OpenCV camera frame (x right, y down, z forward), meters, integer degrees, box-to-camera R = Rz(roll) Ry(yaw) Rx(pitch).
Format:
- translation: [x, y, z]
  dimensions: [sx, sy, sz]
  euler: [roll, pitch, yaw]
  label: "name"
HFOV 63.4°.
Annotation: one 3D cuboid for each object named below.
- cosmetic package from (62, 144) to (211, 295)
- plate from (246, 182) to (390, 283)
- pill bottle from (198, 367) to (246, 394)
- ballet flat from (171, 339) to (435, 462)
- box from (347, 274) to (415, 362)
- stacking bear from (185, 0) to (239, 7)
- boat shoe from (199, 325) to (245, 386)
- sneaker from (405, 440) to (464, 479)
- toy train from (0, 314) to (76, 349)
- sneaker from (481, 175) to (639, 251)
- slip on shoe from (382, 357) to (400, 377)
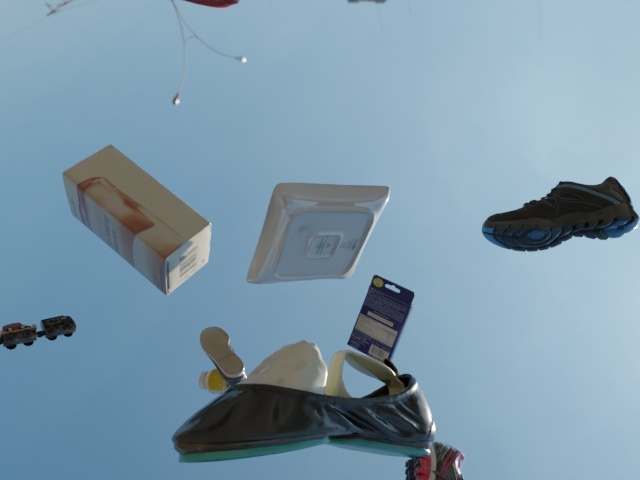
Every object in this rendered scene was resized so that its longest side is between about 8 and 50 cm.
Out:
- translation: [-0.383, -0.044, 1.092]
  dimensions: [0.296, 0.153, 0.129]
  euler: [37, -126, 14]
  label: "cosmetic package"
- translation: [0.000, 0.000, 1.128]
  dimensions: [0.278, 0.277, 0.045]
  euler: [-1, -138, -29]
  label: "plate"
- translation: [-0.252, 0.360, 1.324]
  dimensions: [0.116, 0.065, 0.065]
  euler: [-5, -134, 28]
  label: "pill bottle"
- translation: [-0.003, 0.145, 0.464]
  dimensions: [0.095, 0.280, 0.096]
  euler: [-21, -120, 40]
  label: "ballet flat"
- translation: [0.175, 0.222, 1.469]
  dimensions: [0.136, 0.036, 0.225]
  euler: [25, -79, 25]
  label: "box"
- translation: [-0.135, -0.412, 0.495]
  dimensions: [0.164, 0.175, 0.289]
  euler: [11, -95, -4]
  label: "stacking bear"
- translation: [-0.249, 0.294, 1.309]
  dimensions: [0.075, 0.065, 0.206]
  euler: [-19, -145, -26]
  label: "boat shoe"
- translation: [0.228, 0.506, 0.968]
  dimensions: [0.112, 0.121, 0.299]
  euler: [12, -142, -1]
  label: "sneaker"
- translation: [-0.431, 0.133, 0.733]
  dimensions: [0.158, 0.027, 0.036]
  euler: [-9, -132, -42]
  label: "toy train"
- translation: [0.561, -0.063, 1.249]
  dimensions: [0.341, 0.125, 0.140]
  euler: [-6, -120, 12]
  label: "sneaker"
- translation: [0.191, 0.361, 1.343]
  dimensions: [0.051, 0.041, 0.135]
  euler: [-10, -150, -5]
  label: "slip on shoe"
